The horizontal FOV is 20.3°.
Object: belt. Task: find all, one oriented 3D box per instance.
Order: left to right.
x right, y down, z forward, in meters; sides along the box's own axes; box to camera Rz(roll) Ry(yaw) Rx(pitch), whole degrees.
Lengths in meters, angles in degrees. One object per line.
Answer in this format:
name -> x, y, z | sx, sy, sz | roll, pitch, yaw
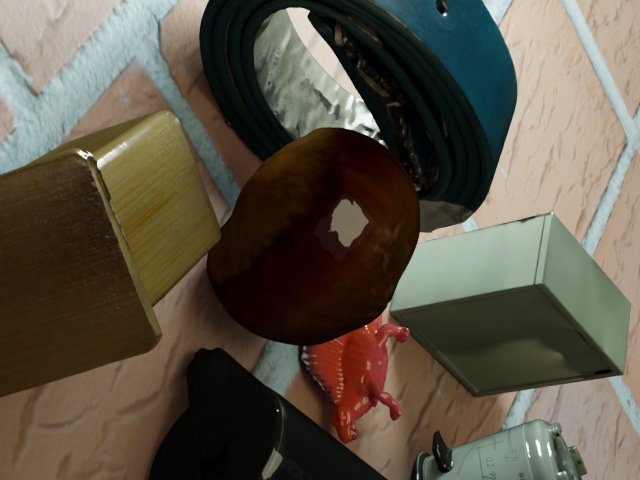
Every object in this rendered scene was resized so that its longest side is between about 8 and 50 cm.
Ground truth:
belt -> 0.045, -0.194, 2.041 | 0.436, 0.300, 0.173 | 55, 42, -34

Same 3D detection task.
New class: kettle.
kettle -> -0.014, 0.274, 1.895 | 0.308, 0.203, 0.262 | 45, 47, -34

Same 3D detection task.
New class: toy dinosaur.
toy dinosaur -> 0.034, 0.109, 2.157 | 0.139, 0.070, 0.286 | 25, 54, -23

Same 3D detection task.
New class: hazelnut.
hazelnut -> 0.000, 0.000, 1.957 | 0.251, 0.217, 0.217 | -54, 131, -7

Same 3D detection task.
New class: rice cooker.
rice cooker -> 0.218, 0.351, 2.167 | 0.241, 0.227, 0.280 | -76, 143, -68

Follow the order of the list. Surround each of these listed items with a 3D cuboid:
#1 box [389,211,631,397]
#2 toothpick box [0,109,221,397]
box -> 0.247, 0.084, 2.307 | 0.225, 0.225, 0.117 | 45, 45, -39
toothpick box -> -0.219, -0.005, 1.661 | 0.308, 0.190, 0.187 | -51, 121, -70
